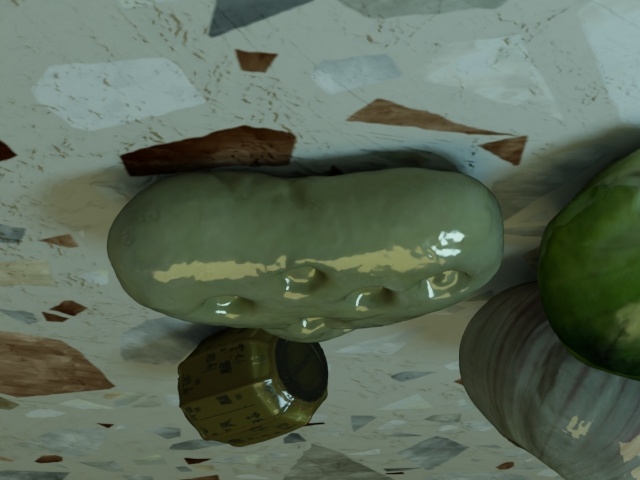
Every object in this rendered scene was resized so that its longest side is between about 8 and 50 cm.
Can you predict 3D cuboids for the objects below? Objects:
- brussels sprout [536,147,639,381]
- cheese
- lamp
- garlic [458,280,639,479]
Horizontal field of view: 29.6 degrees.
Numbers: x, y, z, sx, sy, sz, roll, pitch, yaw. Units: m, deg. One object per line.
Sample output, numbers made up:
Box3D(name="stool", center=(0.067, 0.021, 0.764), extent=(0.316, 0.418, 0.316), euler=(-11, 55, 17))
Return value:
Box3D(name="brussels sprout", center=(0.335, 0.020, 1.232), extent=(0.219, 0.210, 0.271), euler=(19, 134, 9))
Box3D(name="cheese", center=(0.000, 0.000, 1.227), extent=(0.328, 0.130, 0.351), euler=(-20, 153, 37))
Box3D(name="lamp", center=(-0.091, 0.188, 1.609), extent=(0.185, 0.161, 0.161), euler=(-25, 148, 38))
Box3D(name="garlic", center=(0.339, 0.164, 1.464), extent=(0.317, 0.259, 0.317), euler=(18, -175, -2))
